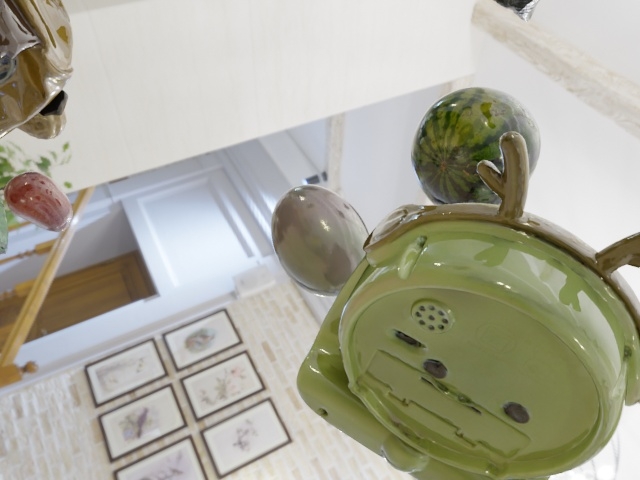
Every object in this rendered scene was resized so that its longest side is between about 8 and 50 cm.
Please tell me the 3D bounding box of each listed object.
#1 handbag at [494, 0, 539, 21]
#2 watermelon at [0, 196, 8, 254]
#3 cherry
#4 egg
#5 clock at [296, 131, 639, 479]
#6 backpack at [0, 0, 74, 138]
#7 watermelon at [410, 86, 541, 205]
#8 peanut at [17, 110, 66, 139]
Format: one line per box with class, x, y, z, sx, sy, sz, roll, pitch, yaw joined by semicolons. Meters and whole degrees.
handbag;0.433;-0.542;1.023;0.088;0.271;0.175;30;-15;-9
watermelon;-0.643;-0.059;0.742;0.292;0.318;0.222;27;51;-51
cherry;-0.504;-0.075;0.968;0.106;0.087;0.126;28;-5;46
egg;0.000;0.000;0.596;0.135;0.103;0.103;57;-23;21
clock;0.119;0.076;0.411;0.234;0.096;0.308;30;-47;11
backpack;-0.464;-0.249;0.577;0.201;0.353;0.378;44;-13;31
watermelon;0.349;-0.202;1.231;0.285;0.284;0.285;52;-26;39
peanut;-0.588;-0.287;1.047;0.226;0.108;0.095;51;21;-6
